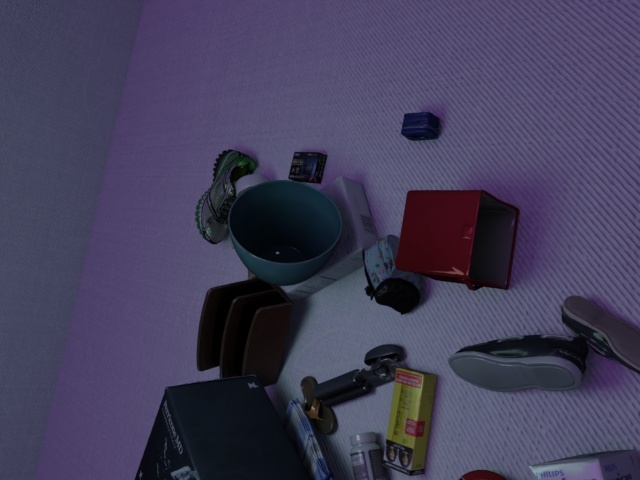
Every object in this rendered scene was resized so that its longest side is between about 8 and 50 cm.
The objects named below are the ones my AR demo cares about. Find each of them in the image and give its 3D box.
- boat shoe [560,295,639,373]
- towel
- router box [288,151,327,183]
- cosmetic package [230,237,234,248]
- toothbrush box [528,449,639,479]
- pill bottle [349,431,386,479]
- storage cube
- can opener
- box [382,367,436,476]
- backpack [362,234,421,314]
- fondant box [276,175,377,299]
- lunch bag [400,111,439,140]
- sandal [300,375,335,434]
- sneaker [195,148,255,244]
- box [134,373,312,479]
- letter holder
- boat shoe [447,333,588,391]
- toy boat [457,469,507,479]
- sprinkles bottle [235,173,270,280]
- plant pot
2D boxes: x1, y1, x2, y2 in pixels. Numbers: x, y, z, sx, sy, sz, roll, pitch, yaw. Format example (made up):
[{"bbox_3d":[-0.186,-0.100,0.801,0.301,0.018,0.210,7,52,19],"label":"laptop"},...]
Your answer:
[{"bbox_3d":[0.553,0.190,1.069,0.206,0.075,0.065,44,153,36],"label":"boat shoe"},{"bbox_3d":[-0.058,0.595,1.492,0.285,0.034,0.209,52,127,55],"label":"towel"},{"bbox_3d":[-0.042,-0.231,1.761,0.122,0.038,0.092,10,85,45],"label":"router box"},{"bbox_3d":[-0.258,-0.017,1.912,0.115,0.041,0.060,-28,61,37],"label":"cosmetic package"},{"bbox_3d":[0.481,0.514,0.926,0.126,0.216,0.296,-24,64,37],"label":"toothbrush box"},{"bbox_3d":[0.116,0.547,1.370,0.078,0.078,0.137,-29,60,36],"label":"pill bottle"},{"bbox_3d":[0.307,-0.001,1.256,0.193,0.183,0.215,5,83,45],"label":"storage cube"},{"bbox_3d":[0.103,0.353,1.458,0.283,0.076,0.095,-31,27,35],"label":"can opener"},{"bbox_3d":[0.212,0.426,1.322,0.087,0.058,0.233,5,82,46],"label":"box"},{"bbox_3d":[0.179,0.078,1.404,0.115,0.152,0.182,-35,45,25],"label":"backpack"},{"bbox_3d":[0.000,0.000,1.619,0.330,0.096,0.239,-31,59,34],"label":"fondant box"},{"bbox_3d":[0.264,-0.294,1.460,0.098,0.067,0.065,6,84,44],"label":"lunch bag"},{"bbox_3d":[-0.019,0.457,1.545,0.072,0.049,0.180,-49,50,24],"label":"sandal"},{"bbox_3d":[-0.332,-0.152,1.956,0.146,0.134,0.344,16,90,45],"label":"sneaker"},{"bbox_3d":[-0.265,0.704,1.472,0.480,0.297,0.472,51,127,42],"label":"box"},{"bbox_3d":[-0.230,0.283,1.621,0.152,0.214,0.302,38,125,42],"label":"letter holder"},{"bbox_3d":[0.407,0.250,1.162,0.302,0.114,0.091,-7,33,49],"label":"boat shoe"},{"bbox_3d":[0.322,0.528,1.074,0.151,0.151,0.231,-41,15,-3],"label":"toy boat"},{"bbox_3d":[-0.197,-0.037,1.801,0.121,0.121,0.356,-29,60,36],"label":"sprinkles bottle"},{"bbox_3d":[-0.097,0.010,1.485,0.196,0.290,0.290,98,150,-48],"label":"plant pot"}]
